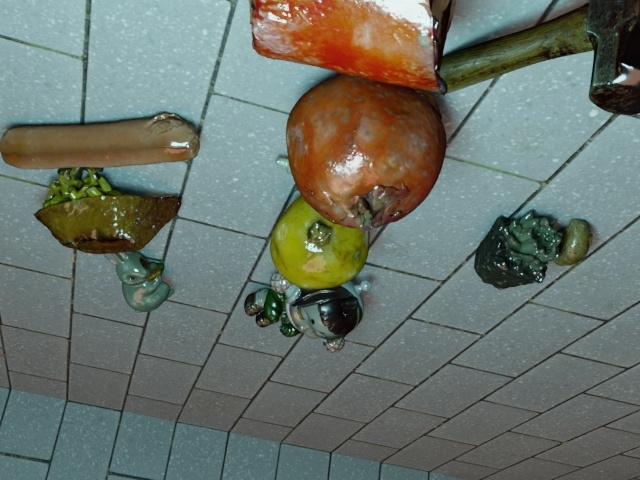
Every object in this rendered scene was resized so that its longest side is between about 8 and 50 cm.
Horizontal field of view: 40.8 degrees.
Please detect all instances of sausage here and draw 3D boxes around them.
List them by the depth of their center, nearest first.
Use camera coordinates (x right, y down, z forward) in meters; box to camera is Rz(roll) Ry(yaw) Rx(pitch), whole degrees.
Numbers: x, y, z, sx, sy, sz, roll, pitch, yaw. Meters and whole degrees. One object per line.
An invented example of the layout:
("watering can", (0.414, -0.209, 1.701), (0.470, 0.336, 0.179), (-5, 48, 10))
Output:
("sausage", (-0.426, -0.186, 1.660), (0.418, 0.094, 0.094), (-2, 180, 17))

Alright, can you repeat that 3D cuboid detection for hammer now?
("hammer", (0.305, -0.276, 1.208), (0.095, 0.243, 0.408), (24, 162, -33))

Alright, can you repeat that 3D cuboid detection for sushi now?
("sushi", (-0.468, -0.062, 1.854), (0.296, 0.179, 0.167), (-3, 167, 25))

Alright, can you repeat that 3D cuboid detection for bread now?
("bread", (0.521, 0.012, 1.787), (0.060, 0.082, 0.113), (13, 155, -14))

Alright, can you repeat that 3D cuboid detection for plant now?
("plant", (0.405, 0.023, 1.785), (0.132, 0.129, 0.194), (15, 154, -13))

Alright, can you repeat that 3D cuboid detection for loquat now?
("loquat", (0.000, 0.000, 1.748), (0.213, 0.214, 0.246), (6, 173, 4))

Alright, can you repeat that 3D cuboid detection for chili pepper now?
("chili pepper", (0.032, -0.325, 1.141), (0.305, 0.229, 0.251), (4, 168, 6))

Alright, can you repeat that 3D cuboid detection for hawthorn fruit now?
("hawthorn fruit", (0.071, -0.128, 1.422), (0.276, 0.307, 0.276), (5, 138, 4))

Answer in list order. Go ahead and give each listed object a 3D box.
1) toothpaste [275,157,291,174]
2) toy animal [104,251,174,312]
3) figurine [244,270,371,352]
("toothpaste", (0.022, -0.130, 1.702), (0.233, 0.038, 0.060), (13, 154, -15))
("toy animal", (-0.461, 0.092, 2.154), (0.108, 0.138, 0.236), (33, 169, 30))
("figurine", (-0.035, 0.162, 2.137), (0.370, 0.167, 0.281), (-10, 130, 45))
